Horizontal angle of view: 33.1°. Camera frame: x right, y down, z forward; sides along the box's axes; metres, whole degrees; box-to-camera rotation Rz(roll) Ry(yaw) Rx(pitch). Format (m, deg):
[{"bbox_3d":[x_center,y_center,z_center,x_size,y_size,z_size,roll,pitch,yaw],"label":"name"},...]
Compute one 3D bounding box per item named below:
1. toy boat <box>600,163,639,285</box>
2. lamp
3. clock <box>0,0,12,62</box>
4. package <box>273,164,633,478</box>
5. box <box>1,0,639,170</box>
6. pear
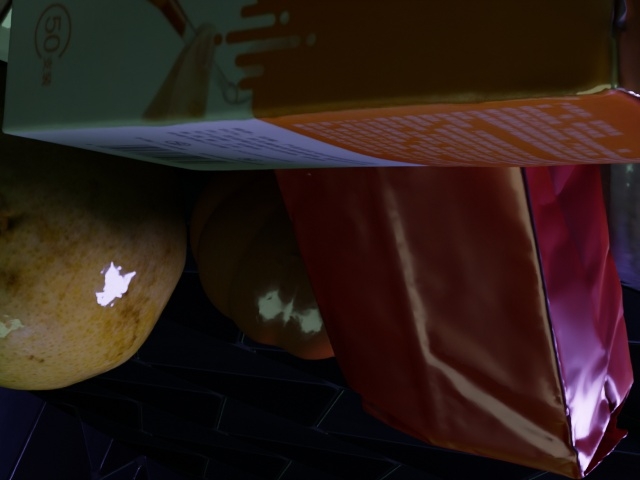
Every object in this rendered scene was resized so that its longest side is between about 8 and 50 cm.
[{"bbox_3d":[0.180,-0.053,0.789,0.293,0.111,0.276,12,149,43],"label":"toy boat"},{"bbox_3d":[0.000,0.000,0.911,0.223,0.223,0.197,20,128,1],"label":"lamp"},{"bbox_3d":[-0.296,-0.251,0.663,0.325,0.184,0.342,9,160,17],"label":"clock"},{"bbox_3d":[0.081,-0.027,0.690,0.196,0.123,0.424,8,126,34],"label":"package"},{"bbox_3d":[0.018,-0.150,0.495,0.341,0.225,0.143,2,177,38],"label":"box"},{"bbox_3d":[-0.278,-0.008,1.027,0.314,0.314,0.314,18,158,8],"label":"pear"}]
